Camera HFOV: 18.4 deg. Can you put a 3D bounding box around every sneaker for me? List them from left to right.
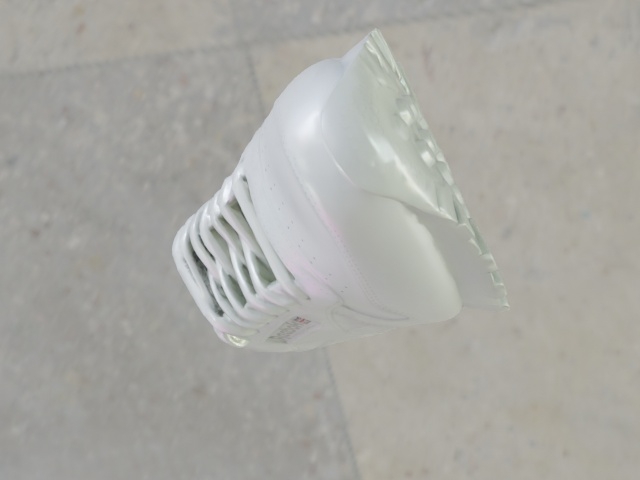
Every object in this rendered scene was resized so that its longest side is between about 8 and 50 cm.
[{"bbox_3d":[0.000,0.000,0.630,0.095,0.235,0.090,-20,81,-1],"label":"sneaker"}]
